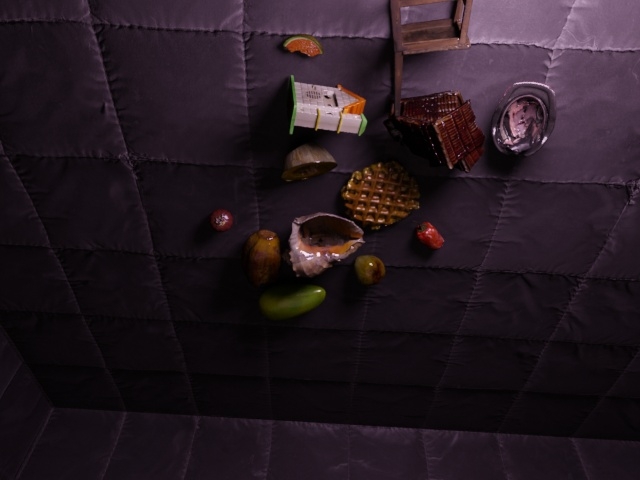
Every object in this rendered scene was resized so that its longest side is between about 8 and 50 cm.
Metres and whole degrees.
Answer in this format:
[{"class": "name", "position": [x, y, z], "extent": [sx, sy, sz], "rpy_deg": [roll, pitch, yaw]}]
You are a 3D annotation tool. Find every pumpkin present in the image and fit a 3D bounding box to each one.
[{"class": "pumpkin", "position": [-0.052, -0.302, 1.777], "extent": [0.217, 0.217, 0.110], "rpy_deg": [-15, 90, 16]}]

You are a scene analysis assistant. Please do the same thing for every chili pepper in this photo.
[{"class": "chili pepper", "position": [0.446, -0.032, 2.012], "extent": [0.086, 0.084, 0.192], "rpy_deg": [-42, 123, 14]}]

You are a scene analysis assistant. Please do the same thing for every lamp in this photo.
[{"class": "lamp", "position": [-0.422, -0.085, 2.012], "extent": [0.101, 0.090, 0.101], "rpy_deg": [0, 92, 3]}]

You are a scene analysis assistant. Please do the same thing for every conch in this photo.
[{"class": "conch", "position": [-0.006, -0.009, 1.993], "extent": [0.352, 0.210, 0.297], "rpy_deg": [-23, 128, -3]}]

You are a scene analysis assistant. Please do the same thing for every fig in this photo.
[{"class": "fig", "position": [0.220, 0.133, 2.141], "extent": [0.136, 0.121, 0.153], "rpy_deg": [-37, 105, -14]}]

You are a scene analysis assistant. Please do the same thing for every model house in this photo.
[{"class": "model house", "position": [0.400, -0.334, 1.616], "extent": [0.297, 0.282, 0.317], "rpy_deg": [-19, 127, 19]}]

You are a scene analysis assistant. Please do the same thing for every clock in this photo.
[{"class": "clock", "position": [0.019, -0.441, 1.598], "extent": [0.255, 0.219, 0.106], "rpy_deg": [5, 133, -12]}]

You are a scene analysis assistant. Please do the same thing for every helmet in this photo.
[{"class": "helmet", "position": [0.692, -0.413, 1.621], "extent": [0.198, 0.154, 0.253], "rpy_deg": [14, 114, 17]}]

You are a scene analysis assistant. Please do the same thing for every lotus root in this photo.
[{"class": "lotus root", "position": [-0.257, 0.068, 2.088], "extent": [0.193, 0.193, 0.291], "rpy_deg": [10, 137, -5]}]

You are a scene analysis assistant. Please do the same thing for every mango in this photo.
[{"class": "mango", "position": [-0.138, 0.283, 2.276], "extent": [0.343, 0.156, 0.192], "rpy_deg": [-16, 137, 12]}]

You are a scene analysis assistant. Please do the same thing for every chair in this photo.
[{"class": "chair", "position": [0.334, -0.609, 1.438], "extent": [0.241, 0.203, 0.416], "rpy_deg": [-3, 132, 10]}]

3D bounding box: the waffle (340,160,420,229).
[{"class": "waffle", "position": [0.234, -0.176, 1.907], "extent": [0.325, 0.068, 0.302], "rpy_deg": [-28, 124, 23]}]

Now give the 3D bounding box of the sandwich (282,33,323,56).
[{"class": "sandwich", "position": [-0.054, -0.639, 1.545], "extent": [0.135, 0.029, 0.067], "rpy_deg": [8, 137, -5]}]
